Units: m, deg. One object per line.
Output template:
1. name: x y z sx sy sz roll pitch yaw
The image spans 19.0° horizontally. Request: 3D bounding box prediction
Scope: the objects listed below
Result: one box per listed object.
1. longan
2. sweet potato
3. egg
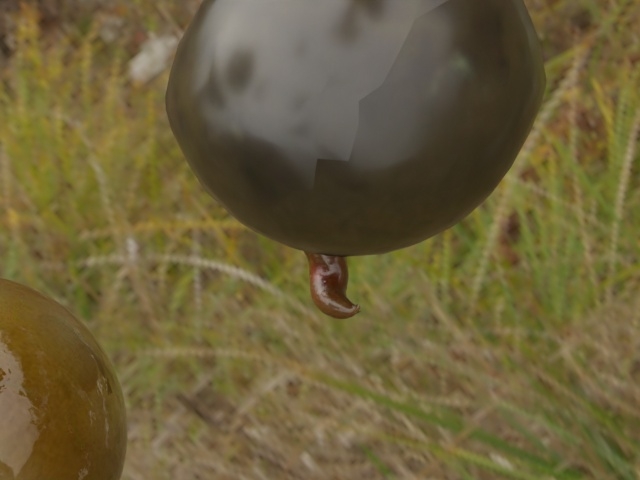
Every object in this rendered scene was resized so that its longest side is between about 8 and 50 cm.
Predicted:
1. longan: 0.037 -0.168 1.928 0.404 0.336 0.404 -14 38 11
2. sweet potato: -0.002 0.001 2.084 0.055 0.058 0.202 -28 58 21
3. egg: -0.315 0.172 1.712 0.282 0.282 0.351 -42 17 -6
